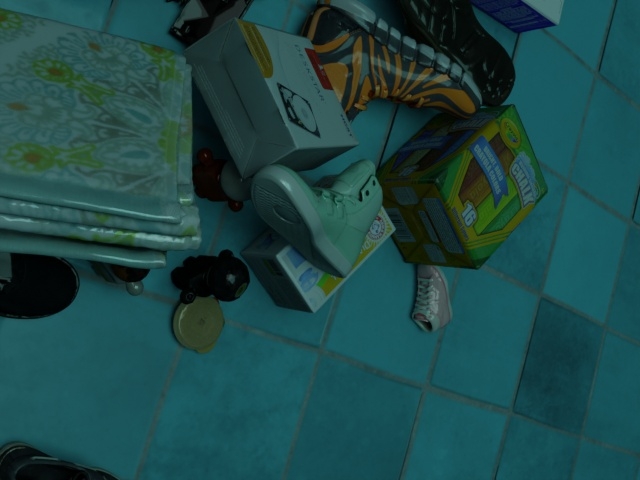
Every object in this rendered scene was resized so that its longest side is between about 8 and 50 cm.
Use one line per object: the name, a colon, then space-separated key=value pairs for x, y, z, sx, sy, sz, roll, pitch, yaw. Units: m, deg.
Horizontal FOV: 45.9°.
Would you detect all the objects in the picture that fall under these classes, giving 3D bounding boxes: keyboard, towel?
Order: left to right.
towel: x=-0.311 y=-0.122 z=0.789 sx=0.374 sy=0.090 sz=0.321 roll=10 pitch=41 yaw=-19
keyboard: x=-0.141 y=-0.357 z=1.064 sx=0.100 sy=0.038 sz=0.192 roll=33 pitch=89 yaw=-11

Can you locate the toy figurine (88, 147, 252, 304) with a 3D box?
toy figurine: x=-0.191 y=-0.027 z=0.989 sx=0.209 sy=0.148 sz=0.213 roll=13 pitch=85 yaw=-36

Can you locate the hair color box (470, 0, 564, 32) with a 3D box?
hair color box: x=0.306 y=-0.530 z=1.355 sx=0.338 sy=0.110 sz=0.185 roll=19 pitch=82 yaw=-37

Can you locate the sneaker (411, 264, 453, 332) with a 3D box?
sneaker: x=0.189 y=0.102 z=1.331 sx=0.070 sy=0.051 sz=0.134 roll=-33 pitch=115 yaw=-36

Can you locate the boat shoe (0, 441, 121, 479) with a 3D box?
boat shoe: x=-0.316 y=0.321 z=0.965 sx=0.206 sy=0.065 sz=0.075 roll=38 pitch=70 yaw=-31

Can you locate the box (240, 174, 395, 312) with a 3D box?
box: x=0.000 y=0.000 z=1.157 sx=0.203 sy=0.103 sz=0.114 roll=-45 pitch=116 yaw=-26

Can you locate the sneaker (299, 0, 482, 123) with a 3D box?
sneaker: x=0.096 y=-0.235 z=1.208 sx=0.321 sy=0.124 sz=0.180 roll=27 pitch=82 yaw=-15

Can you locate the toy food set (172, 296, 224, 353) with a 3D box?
toy food set: x=-0.174 y=0.116 z=1.086 sx=0.083 sy=0.020 sz=0.083 roll=29 pitch=75 yaw=-33

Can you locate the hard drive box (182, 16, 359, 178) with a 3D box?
hard drive box: x=-0.058 y=-0.187 z=1.023 sx=0.181 sy=0.089 sz=0.232 roll=64 pitch=23 yaw=1

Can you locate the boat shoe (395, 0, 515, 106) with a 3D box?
boat shoe: x=0.196 y=-0.354 z=1.277 sx=0.122 sy=0.120 sz=0.324 roll=-44 pitch=111 yaw=-18

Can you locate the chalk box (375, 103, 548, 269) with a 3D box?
chalk box: x=0.252 y=-0.110 z=1.289 sx=0.289 sy=0.179 sz=0.180 roll=-44 pitch=116 yaw=-26

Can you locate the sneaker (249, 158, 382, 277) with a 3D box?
sneaker: x=0.003 y=-0.068 z=1.001 sx=0.151 sy=0.094 sz=0.256 roll=-62 pitch=149 yaw=-14

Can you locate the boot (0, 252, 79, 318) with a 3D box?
boot: x=-0.359 y=0.038 z=0.834 sx=0.246 sy=0.207 sz=0.094 roll=22 pitch=80 yaw=-35
